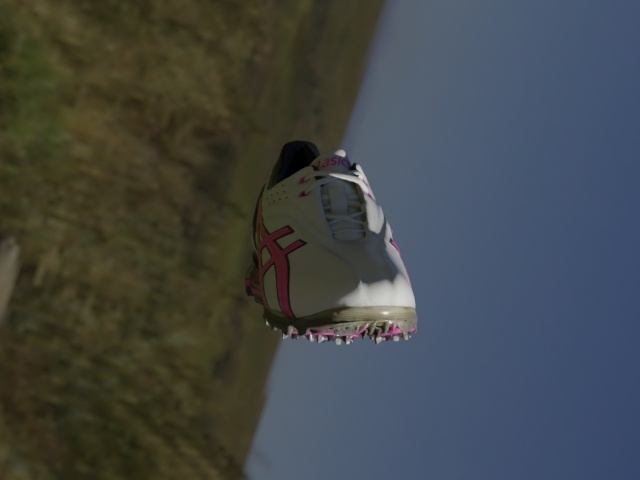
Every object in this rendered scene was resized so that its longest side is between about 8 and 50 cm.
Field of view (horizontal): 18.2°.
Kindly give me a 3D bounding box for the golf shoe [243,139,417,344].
[{"bbox_3d":[0.000,0.000,0.973,0.186,0.068,0.086,-143,-126,-71],"label":"golf shoe"}]
